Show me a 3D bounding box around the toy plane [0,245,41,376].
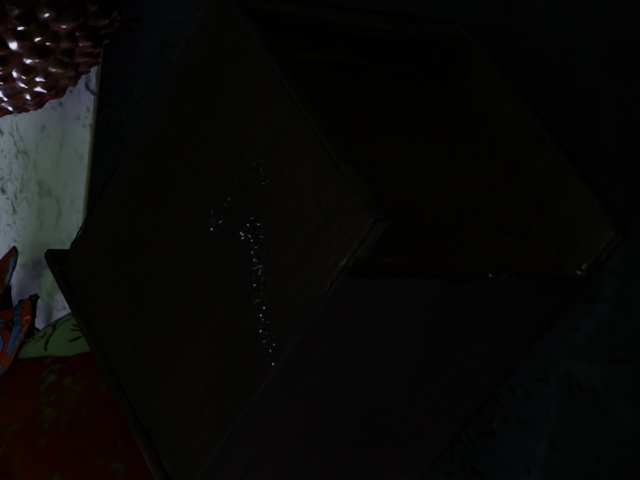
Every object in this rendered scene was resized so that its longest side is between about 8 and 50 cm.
[{"bbox_3d":[-0.229,0.104,1.146,0.130,0.061,0.189,-15,82,47],"label":"toy plane"}]

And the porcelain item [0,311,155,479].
[{"bbox_3d":[-0.129,0.152,0.903,0.253,0.253,0.253,-2,88,49],"label":"porcelain item"}]

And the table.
[{"bbox_3d":[0.000,0.000,0.803,0.193,0.169,0.172,-55,51,33],"label":"table"}]

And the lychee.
[{"bbox_3d":[-0.235,-0.170,1.071,0.188,0.188,0.188,-2,88,49],"label":"lychee"}]
